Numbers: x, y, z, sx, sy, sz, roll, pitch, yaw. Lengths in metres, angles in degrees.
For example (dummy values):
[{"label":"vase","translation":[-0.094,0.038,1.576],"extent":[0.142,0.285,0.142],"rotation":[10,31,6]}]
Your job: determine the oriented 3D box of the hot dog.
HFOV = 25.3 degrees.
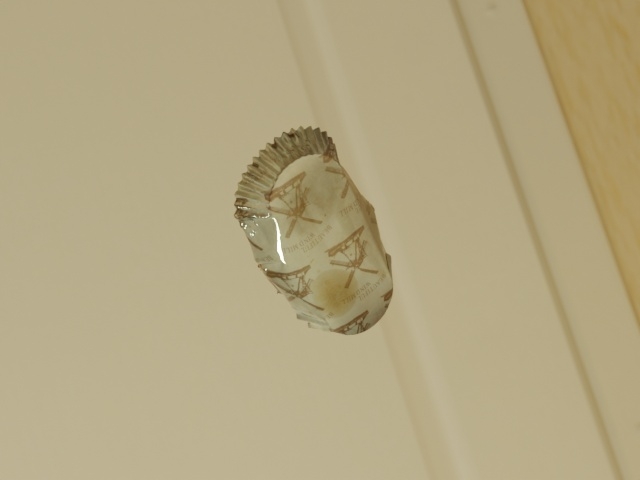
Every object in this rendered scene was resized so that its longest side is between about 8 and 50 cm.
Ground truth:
[{"label":"hot dog","translation":[0.000,0.000,1.056],"extent":[0.099,0.053,0.192],"rotation":[-37,132,-6]}]
